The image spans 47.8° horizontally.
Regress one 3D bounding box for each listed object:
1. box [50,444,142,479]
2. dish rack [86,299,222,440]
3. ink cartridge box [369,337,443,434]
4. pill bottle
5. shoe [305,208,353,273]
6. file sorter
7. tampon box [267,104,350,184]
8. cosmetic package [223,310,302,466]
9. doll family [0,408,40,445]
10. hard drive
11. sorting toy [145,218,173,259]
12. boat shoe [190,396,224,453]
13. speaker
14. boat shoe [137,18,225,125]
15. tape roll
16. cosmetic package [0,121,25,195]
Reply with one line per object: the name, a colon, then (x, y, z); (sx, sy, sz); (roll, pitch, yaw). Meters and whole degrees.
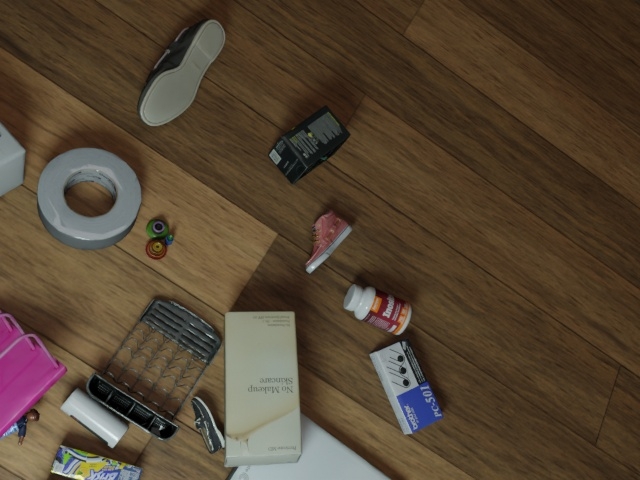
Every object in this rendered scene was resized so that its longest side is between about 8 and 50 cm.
box: (-0.445, 0.457, 1.437); (0.168, 0.059, 0.054); (21, 65, -13)
dish rack: (-0.340, 0.263, 1.538); (0.208, 0.074, 0.271); (35, 63, -7)
ink cartridge box: (0.206, 0.348, 1.733); (0.097, 0.046, 0.207); (-19, 80, -24)
pill bottle: (0.137, 0.164, 1.748); (0.152, 0.086, 0.086); (23, 65, -12)
shoe: (0.000, 0.000, 1.770); (0.081, 0.063, 0.178); (43, 57, -1)
file sorter: (-0.660, 0.195, 1.319); (0.290, 0.182, 0.202); (31, 60, 20)
tampon box: (-0.028, -0.238, 1.806); (0.161, 0.120, 0.101); (-39, 89, -28)
cosmetic package: (-0.128, 0.314, 1.545); (0.160, 0.113, 0.310); (-1, 62, -9)
doll family: (-0.628, 0.313, 1.414); (0.111, 0.076, 0.193); (-21, 85, -30)
hard drive: (-0.011, 0.545, 1.581); (0.353, 0.047, 0.233); (37, 63, -5)
sorting toy: (-0.364, -0.006, 1.640); (0.061, 0.042, 0.102); (6, 70, -19)
boat shoe: (-0.248, 0.395, 1.544); (0.038, 0.046, 0.125); (-28, 92, -31)
speaker: (-0.458, 0.359, 1.469); (0.136, 0.055, 0.055); (39, 63, -5)
boat shoe: (-0.352, -0.408, 1.771); (0.112, 0.095, 0.335); (51, 60, -39)
tape roll: (-0.510, -0.092, 1.598); (0.219, 0.072, 0.219); (7, 69, -18)
cosmetic package: (-0.841, -0.112, 1.412); (0.230, 0.161, 0.453); (48, 58, 1)
